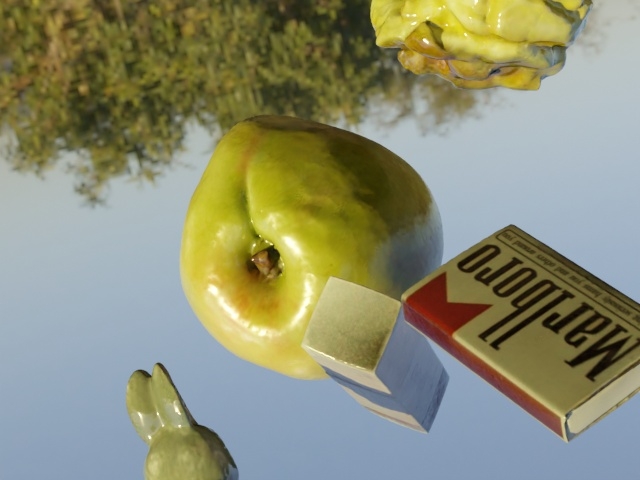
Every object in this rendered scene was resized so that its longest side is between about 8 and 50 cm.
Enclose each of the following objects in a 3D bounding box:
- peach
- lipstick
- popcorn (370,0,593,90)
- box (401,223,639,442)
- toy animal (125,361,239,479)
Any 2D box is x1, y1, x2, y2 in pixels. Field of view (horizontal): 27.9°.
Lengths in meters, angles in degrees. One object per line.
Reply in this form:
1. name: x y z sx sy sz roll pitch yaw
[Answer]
1. peach: -0.003 0.006 1.525 0.282 0.314 0.316 1 177 33
2. lipstick: 0.064 0.125 1.302 0.080 0.076 0.371 20 169 17
3. popcorn: 0.188 -0.293 1.481 0.293 0.237 0.293 4 -179 0
4. box: 0.155 0.062 0.922 0.115 0.036 0.177 -32 -140 -19
5. toy animal: -0.098 0.225 1.113 0.138 0.236 0.108 -19 155 29
